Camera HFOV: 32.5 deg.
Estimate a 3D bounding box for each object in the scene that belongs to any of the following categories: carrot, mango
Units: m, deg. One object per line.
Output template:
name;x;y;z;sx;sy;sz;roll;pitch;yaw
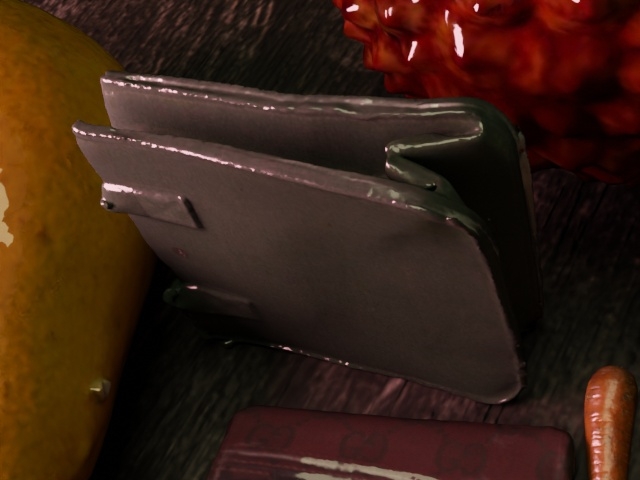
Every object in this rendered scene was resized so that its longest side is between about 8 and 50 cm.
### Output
carrot;0.176;0.120;0.667;0.032;0.032;0.093;0;59;18
mango;-0.246;0.018;0.771;0.301;0.220;0.445;-16;59;-2

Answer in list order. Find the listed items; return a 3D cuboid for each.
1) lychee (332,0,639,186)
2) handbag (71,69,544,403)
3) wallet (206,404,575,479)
lychee;0.179;-0.251;0.716;0.424;0.424;0.500;-42;35;-16
handbag;0.000;0.002;0.674;0.260;0.247;0.079;9;62;22
wallet;0.034;0.182;0.653;0.229;0.049;0.182;1;50;17
